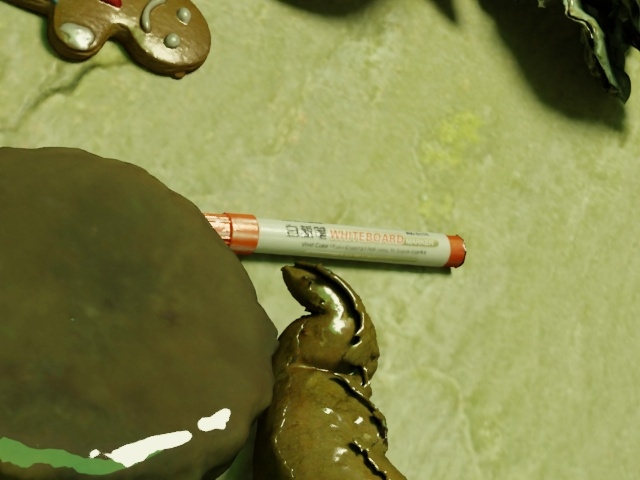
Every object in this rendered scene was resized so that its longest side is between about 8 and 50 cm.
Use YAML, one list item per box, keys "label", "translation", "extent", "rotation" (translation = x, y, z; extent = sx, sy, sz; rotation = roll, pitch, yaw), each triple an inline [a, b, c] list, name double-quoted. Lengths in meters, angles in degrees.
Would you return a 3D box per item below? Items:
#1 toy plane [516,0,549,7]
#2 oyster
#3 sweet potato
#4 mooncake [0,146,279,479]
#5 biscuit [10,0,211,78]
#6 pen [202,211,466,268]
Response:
- label: "toy plane"
  translation: [0.157, -0.271, 1.195]
  extent: [0.160, 0.082, 0.234]
  rotation: [42, 29, 7]
- label: "oyster"
  translation: [0.266, -0.242, 1.179]
  extent: [0.198, 0.112, 0.267]
  rotation: [50, 31, -47]
- label: "sweet potato"
  translation: [0.023, 0.158, 0.778]
  extent: [0.124, 0.098, 0.310]
  rotation: [-10, 67, -45]
- label: "mooncake"
  translation: [-0.144, 0.062, 0.724]
  extent: [0.228, 0.124, 0.228]
  rotation: [14, 49, -17]
- label: "biscuit"
  translation: [-0.168, -0.187, 0.954]
  extent: [0.205, 0.031, 0.138]
  rotation: [31, 46, -12]
- label: "pen"
  translation: [0.000, 0.000, 0.923]
  extent: [0.239, 0.028, 0.028]
  rotation: [5, 56, -30]
